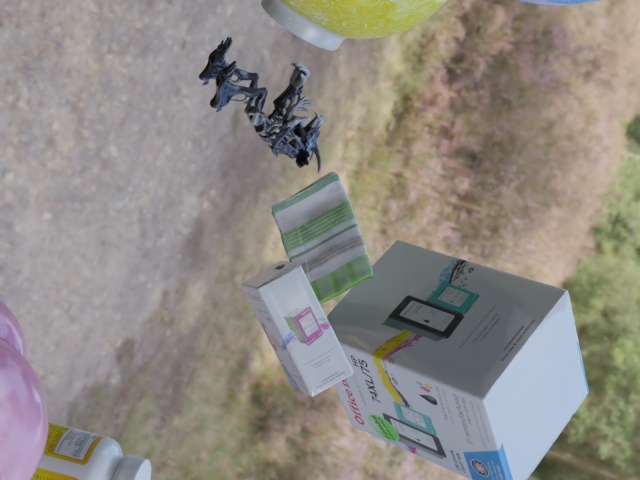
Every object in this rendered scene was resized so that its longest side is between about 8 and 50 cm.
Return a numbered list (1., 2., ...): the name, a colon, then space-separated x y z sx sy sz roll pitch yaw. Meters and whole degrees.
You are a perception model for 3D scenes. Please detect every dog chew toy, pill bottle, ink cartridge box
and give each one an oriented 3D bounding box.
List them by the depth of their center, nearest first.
1. ink cartridge box: -0.025 0.086 1.094 0.052 0.122 0.088 -27 -173 -14
2. dog chew toy: -0.392 0.136 1.128 0.332 0.207 0.206 -118 -149 -53
3. ink cartridge box: 0.171 0.158 1.427 0.197 0.270 0.198 -46 134 -29
4. pill bottle: -0.350 0.323 1.538 0.117 0.208 0.117 12 90 -81

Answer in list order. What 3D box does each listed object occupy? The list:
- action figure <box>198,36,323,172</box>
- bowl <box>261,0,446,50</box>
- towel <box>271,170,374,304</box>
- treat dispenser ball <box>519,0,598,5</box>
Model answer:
1. action figure: -0.070 -0.229 1.893 0.141 0.276 0.164 -42 -143 19
2. bowl: 0.012 -0.335 1.382 0.156 0.289 0.289 -57 170 20
3. towel: 0.000 0.000 1.418 0.023 0.113 0.152 10 55 -55
4. treat dispenser ball: 0.201 -0.340 0.899 0.288 0.288 0.288 19 90 -75
